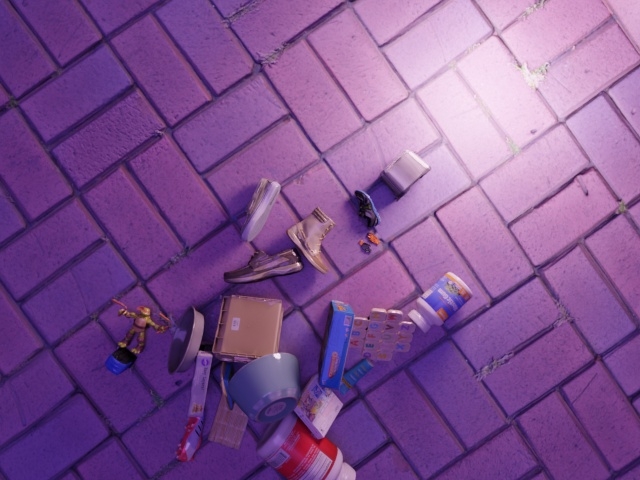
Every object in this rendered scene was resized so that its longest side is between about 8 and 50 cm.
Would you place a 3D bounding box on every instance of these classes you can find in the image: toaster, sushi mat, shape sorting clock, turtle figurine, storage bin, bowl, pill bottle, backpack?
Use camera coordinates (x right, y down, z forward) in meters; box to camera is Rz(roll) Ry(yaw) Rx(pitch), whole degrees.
[{"bbox_3d":[0.368,-0.296,1.903,0.227,0.129,0.146,-44,87,1],"label":"toaster"},{"bbox_3d":[-0.396,0.781,1.937,0.152,0.019,0.316,17,89,-2],"label":"sushi mat"},{"bbox_3d":[-0.398,0.619,1.822,0.041,0.206,0.205,-7,90,-4],"label":"shape sorting clock"},{"bbox_3d":[-0.815,0.376,1.893,0.270,0.087,0.217,24,97,-10],"label":"turtle figurine"},{"bbox_3d":[-0.305,0.386,1.834,0.261,0.123,0.261,6,62,-1],"label":"storage bin"},{"bbox_3d":[-0.200,0.616,1.722,0.312,0.311,0.163,-34,49,-1],"label":"bowl"},{"bbox_3d":[0.524,0.282,1.892,0.272,0.152,0.152,-42,91,-2],"label":"pill bottle"},{"bbox_3d":[-0.883,0.538,1.874,0.098,0.120,0.101,32,89,-2],"label":"backpack"},{"bbox_3d":[-0.056,0.940,1.840,0.408,0.229,0.229,40,89,-1],"label":"pill bottle"}]

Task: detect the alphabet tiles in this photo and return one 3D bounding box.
[{"bbox_3d":[0.270,0.422,1.885,0.279,0.021,0.283,6,119,-2],"label":"alphabet tiles"}]

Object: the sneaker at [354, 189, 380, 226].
[{"bbox_3d":[0.203,-0.145,1.926,0.078,0.067,0.188,-28,94,-7],"label":"sneaker"}]

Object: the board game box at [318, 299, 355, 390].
[{"bbox_3d":[0.062,0.427,1.806,0.086,0.302,0.307,12,89,-1],"label":"board game box"}]

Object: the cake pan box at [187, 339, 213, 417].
[{"bbox_3d":[-0.510,0.575,1.820,0.070,0.246,0.266,9,88,-15],"label":"cake pan box"}]

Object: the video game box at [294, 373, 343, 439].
[{"bbox_3d":[-0.012,0.721,1.863,0.048,0.205,0.187,-36,92,36],"label":"video game box"}]

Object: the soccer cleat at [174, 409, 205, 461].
[{"bbox_3d":[-0.564,0.869,1.912,0.095,0.083,0.247,26,84,-31],"label":"soccer cleat"}]

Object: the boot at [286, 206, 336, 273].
[{"bbox_3d":[0.000,0.000,1.911,0.204,0.095,0.261,-39,87,-2],"label":"boot"}]

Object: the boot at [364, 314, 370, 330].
[{"bbox_3d":[0.224,0.362,1.903,0.045,0.121,0.099,38,85,4],"label":"boot"}]

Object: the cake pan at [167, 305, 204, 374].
[{"bbox_3d":[-0.572,0.427,1.817,0.054,0.293,0.292,21,89,-27],"label":"cake pan"}]

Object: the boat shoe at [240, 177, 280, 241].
[{"bbox_3d":[-0.284,-0.137,1.909,0.094,0.109,0.302,25,80,14],"label":"boat shoe"}]

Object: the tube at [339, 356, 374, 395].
[{"bbox_3d":[0.151,0.613,1.933,0.207,0.052,0.080,-44,85,12],"label":"tube"}]

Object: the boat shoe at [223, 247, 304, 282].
[{"bbox_3d":[-0.256,0.111,1.899,0.356,0.132,0.130,-11,80,-10],"label":"boat shoe"}]

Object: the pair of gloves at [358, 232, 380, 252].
[{"bbox_3d":[0.225,0.010,1.955,0.074,0.010,0.083,43,90,-1],"label":"pair of gloves"}]
